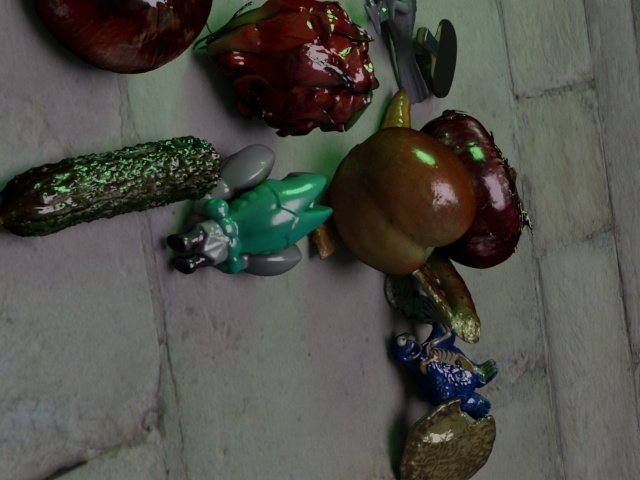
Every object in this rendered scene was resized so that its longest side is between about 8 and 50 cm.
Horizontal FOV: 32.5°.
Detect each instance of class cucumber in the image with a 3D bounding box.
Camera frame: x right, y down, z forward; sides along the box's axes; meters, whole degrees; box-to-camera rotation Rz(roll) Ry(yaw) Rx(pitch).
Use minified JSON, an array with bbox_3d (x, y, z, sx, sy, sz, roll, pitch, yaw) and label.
[{"bbox_3d":[-0.271,-0.071,1.391,0.359,0.096,0.096,-17,100,-54],"label":"cucumber"}]

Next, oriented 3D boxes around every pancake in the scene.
[{"bbox_3d":[0.238,0.396,2.069,0.212,0.029,0.235,-51,131,-1],"label":"pancake"},{"bbox_3d":[0.205,0.061,2.049,0.244,0.057,0.266,44,14,-20],"label":"pancake"}]

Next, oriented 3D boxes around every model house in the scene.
[{"bbox_3d":[0.210,-0.386,2.215,0.083,0.058,0.057,-36,135,-54],"label":"model house"}]

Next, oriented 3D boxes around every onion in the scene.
[{"bbox_3d":[0.260,-0.092,2.089,0.314,0.232,0.313,165,-90,-89],"label":"onion"},{"bbox_3d":[-0.235,-0.357,1.387,0.272,0.195,0.272,12,74,-46],"label":"onion"}]

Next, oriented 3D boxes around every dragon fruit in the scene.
[{"bbox_3d":[-0.048,-0.272,1.653,0.293,0.234,0.233,13,74,-38],"label":"dragon fruit"}]

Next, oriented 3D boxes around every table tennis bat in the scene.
[{"bbox_3d":[0.233,-0.370,2.171,0.274,0.021,0.154,16,83,-70],"label":"table tennis bat"}]

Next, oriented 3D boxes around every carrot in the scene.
[{"bbox_3d":[0.146,-0.210,2.075,0.072,0.072,0.205,45,47,-45],"label":"carrot"}]

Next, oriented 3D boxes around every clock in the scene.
[{"bbox_3d":[0.150,0.090,2.078,0.083,0.010,0.074,-47,113,-40],"label":"clock"}]

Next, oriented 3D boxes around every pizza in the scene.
[{"bbox_3d":[0.000,0.000,1.853,0.083,0.025,0.078,53,40,-37],"label":"pizza"}]

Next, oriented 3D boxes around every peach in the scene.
[{"bbox_3d":[0.136,-0.072,1.876,0.252,0.252,0.252,12,75,-56],"label":"peach"}]

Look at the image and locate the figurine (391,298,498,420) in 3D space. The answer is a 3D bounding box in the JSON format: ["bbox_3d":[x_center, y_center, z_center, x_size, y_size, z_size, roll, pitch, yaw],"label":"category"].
[{"bbox_3d":[0.224,0.246,2.102,0.262,0.121,0.164,44,48,-25],"label":"figurine"}]

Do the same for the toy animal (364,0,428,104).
[{"bbox_3d":[0.141,-0.439,2.074,0.206,0.081,0.367,-27,108,-72],"label":"toy animal"}]

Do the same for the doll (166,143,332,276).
[{"bbox_3d":[-0.109,-0.045,1.607,0.258,0.153,0.195,7,98,-40],"label":"doll"}]

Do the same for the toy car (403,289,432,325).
[{"bbox_3d":[0.198,0.134,2.136,0.122,0.035,0.059,15,72,-38],"label":"toy car"}]
